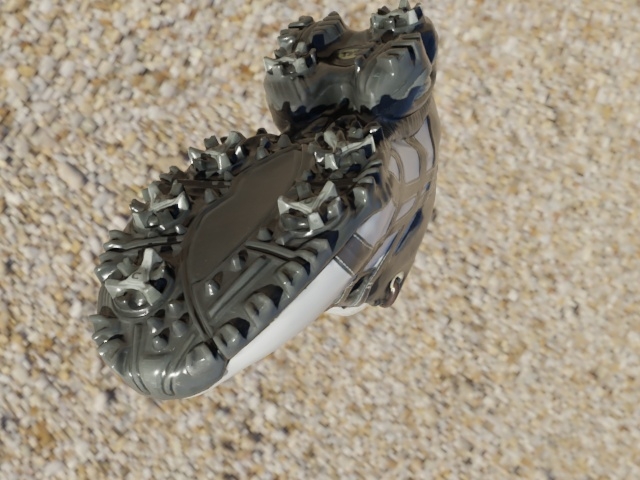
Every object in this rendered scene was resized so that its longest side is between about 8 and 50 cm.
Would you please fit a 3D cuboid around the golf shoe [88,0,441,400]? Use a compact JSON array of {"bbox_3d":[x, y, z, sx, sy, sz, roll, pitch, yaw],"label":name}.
[{"bbox_3d":[0.000,0.000,0.400,0.198,0.077,0.094,-54,140,-48],"label":"golf shoe"}]
